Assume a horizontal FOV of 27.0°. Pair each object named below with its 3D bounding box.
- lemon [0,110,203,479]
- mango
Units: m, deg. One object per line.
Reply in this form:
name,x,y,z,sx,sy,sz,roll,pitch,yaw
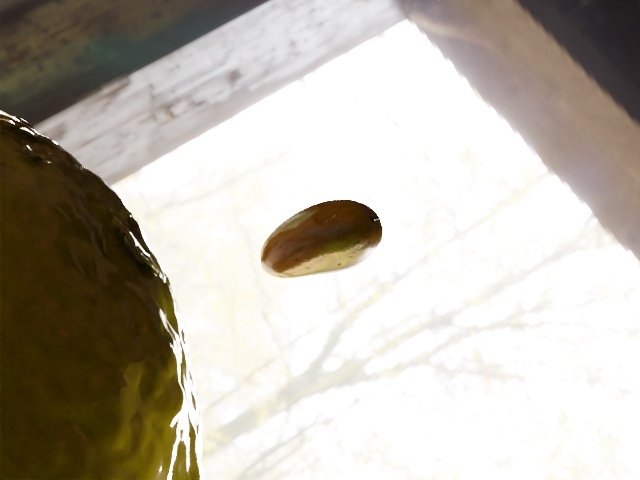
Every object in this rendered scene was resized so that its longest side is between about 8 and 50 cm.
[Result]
lemon,-0.162,0.075,0.411,0.245,0.320,0.245,15,-43,15
mango,0.000,0.000,1.200,0.080,0.114,0.060,74,-1,-71
